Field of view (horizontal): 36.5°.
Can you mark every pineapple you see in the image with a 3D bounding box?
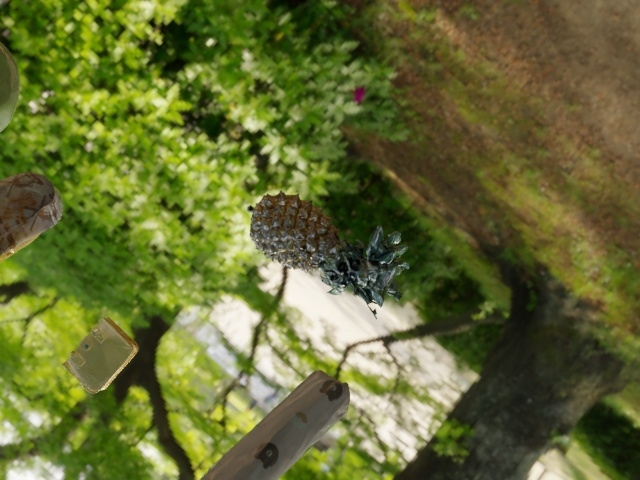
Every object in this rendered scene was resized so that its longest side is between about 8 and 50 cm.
[{"bbox_3d":[0.001,0.000,1.111,0.221,0.103,0.083,27,-166,31],"label":"pineapple"}]

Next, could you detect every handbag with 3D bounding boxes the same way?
[{"bbox_3d":[-0.271,0.142,1.200,0.061,0.083,0.027,42,-170,7],"label":"handbag"}]

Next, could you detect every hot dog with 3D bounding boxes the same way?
[{"bbox_3d":[-0.495,-0.025,1.445,0.131,0.253,0.069,43,141,16],"label":"hot dog"}]

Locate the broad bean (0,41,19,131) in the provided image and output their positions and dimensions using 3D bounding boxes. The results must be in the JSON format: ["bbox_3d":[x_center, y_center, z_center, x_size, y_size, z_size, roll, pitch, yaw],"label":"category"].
[{"bbox_3d":[-0.508,-0.204,1.355,0.169,0.227,0.100,5,160,-25],"label":"broad bean"}]

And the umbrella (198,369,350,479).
[{"bbox_3d":[-0.085,0.280,1.201,0.073,0.337,0.067,10,128,42],"label":"umbrella"}]
